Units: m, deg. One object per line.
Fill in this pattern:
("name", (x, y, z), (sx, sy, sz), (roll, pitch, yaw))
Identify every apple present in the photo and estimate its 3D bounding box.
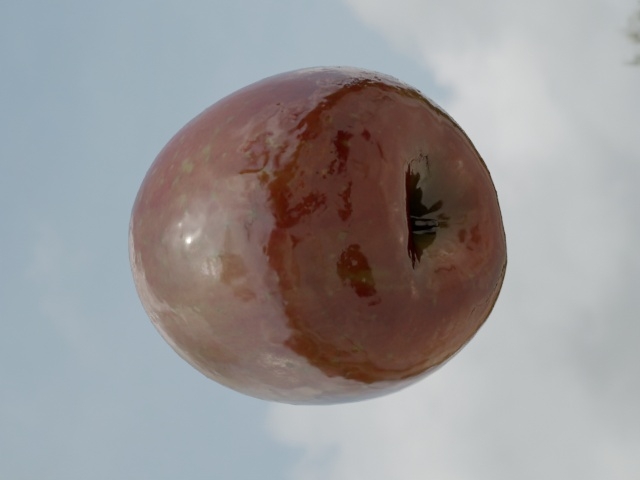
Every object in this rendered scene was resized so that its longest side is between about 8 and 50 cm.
("apple", (0.000, 0.000, 1.002), (0.181, 0.168, 0.181), (14, -112, -39))
